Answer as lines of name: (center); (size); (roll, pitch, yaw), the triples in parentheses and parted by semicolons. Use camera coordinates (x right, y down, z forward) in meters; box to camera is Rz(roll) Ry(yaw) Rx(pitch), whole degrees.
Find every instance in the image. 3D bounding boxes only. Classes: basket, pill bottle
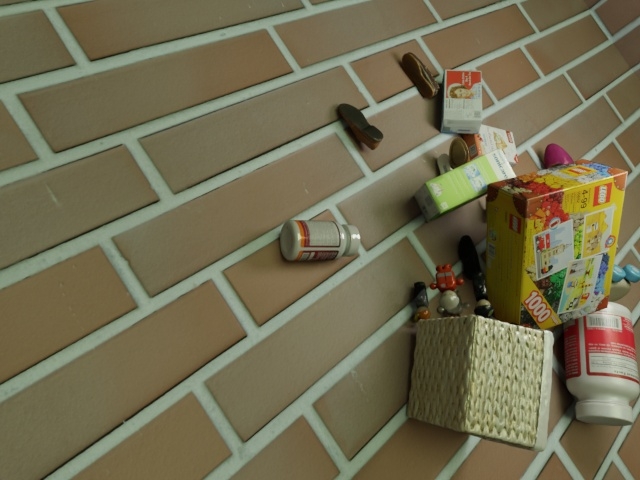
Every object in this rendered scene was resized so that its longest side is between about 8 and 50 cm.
basket: (0.448, 0.402, 1.402); (0.267, 0.328, 0.330); (15, 74, -16)
pill bottle: (0.000, 0.000, 1.455); (0.221, 0.121, 0.121); (0, 71, -28)
pill bottle: (1.014, 0.445, 1.755); (0.229, 0.229, 0.407); (21, 63, -20)

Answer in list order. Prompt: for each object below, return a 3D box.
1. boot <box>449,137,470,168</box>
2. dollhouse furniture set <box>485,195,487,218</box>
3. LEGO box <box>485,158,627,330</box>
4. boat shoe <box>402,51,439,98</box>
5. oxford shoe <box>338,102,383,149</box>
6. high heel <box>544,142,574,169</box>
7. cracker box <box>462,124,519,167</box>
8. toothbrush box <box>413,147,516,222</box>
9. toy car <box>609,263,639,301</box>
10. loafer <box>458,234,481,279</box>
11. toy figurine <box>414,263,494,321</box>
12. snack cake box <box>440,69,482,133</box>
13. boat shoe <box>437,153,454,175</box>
boot: (0.547, -0.306, 1.858); (0.152, 0.073, 0.197); (-43, 121, -60)
dollhouse furniture set: (0.804, -0.102, 1.842); (0.262, 0.259, 0.135); (11, 77, -23)
LEGO box: (0.763, 0.024, 1.604); (0.373, 0.193, 0.499); (-15, 117, -13)
boat shoe: (0.410, -0.676, 1.971); (0.073, 0.073, 0.206); (-38, 98, -35)
oxford shoe: (0.130, -0.403, 1.719); (0.076, 0.076, 0.212); (-27, 69, -31)
high heel: (1.035, -0.241, 2.088); (0.181, 0.127, 0.376); (-12, 80, -42)
cracker box: (0.711, -0.393, 2.018); (0.233, 0.067, 0.155); (5, 68, -27)
toothbrush box: (0.489, -0.185, 1.672); (0.284, 0.206, 0.122); (-27, 84, -3)
toy car: (1.119, 0.137, 1.983); (0.211, 0.219, 0.237); (3, 40, -26)
loafer: (0.547, 0.065, 1.765); (0.061, 0.062, 0.169); (15, 66, -47)
toy figurine: (0.418, 0.191, 1.549); (0.213, 0.209, 0.148); (15, 55, -23)
snack cake box: (0.571, -0.566, 1.964); (0.152, 0.089, 0.264); (4, 65, 9)
boat shoe: (0.490, -0.243, 1.849); (0.063, 0.066, 0.184); (20, 53, -43)
